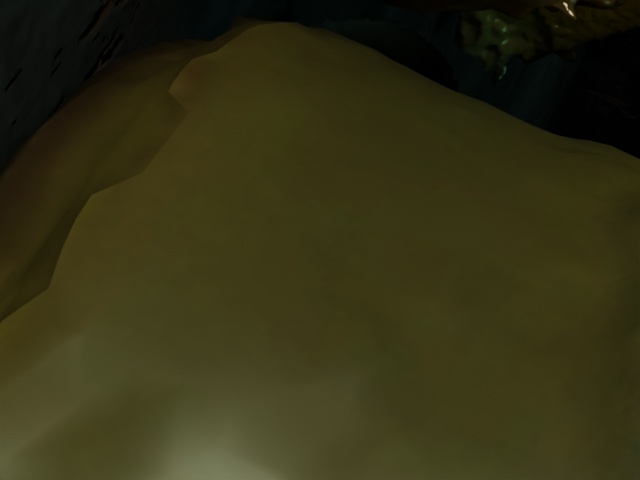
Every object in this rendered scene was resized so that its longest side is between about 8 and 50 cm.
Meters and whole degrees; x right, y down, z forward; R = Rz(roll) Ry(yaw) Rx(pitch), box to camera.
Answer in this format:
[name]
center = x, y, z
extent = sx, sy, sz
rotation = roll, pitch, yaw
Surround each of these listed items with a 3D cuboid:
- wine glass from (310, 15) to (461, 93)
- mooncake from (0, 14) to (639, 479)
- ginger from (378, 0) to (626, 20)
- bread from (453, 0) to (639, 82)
[wine glass]
center = 0.000, 0.000, 0.796
extent = 0.103, 0.103, 0.222
rotation = -57, 170, -39
[mooncake]
center = -0.025, 0.135, 0.517
extent = 0.394, 0.246, 0.393
rotation = 87, 25, -74
[ginger]
center = 0.125, -0.163, 0.611
extent = 0.418, 0.254, 0.176
rotation = -35, 148, -63
[bread]
center = 0.204, -0.232, 1.155
extent = 0.262, 0.163, 0.204
rotation = -14, -148, 40
